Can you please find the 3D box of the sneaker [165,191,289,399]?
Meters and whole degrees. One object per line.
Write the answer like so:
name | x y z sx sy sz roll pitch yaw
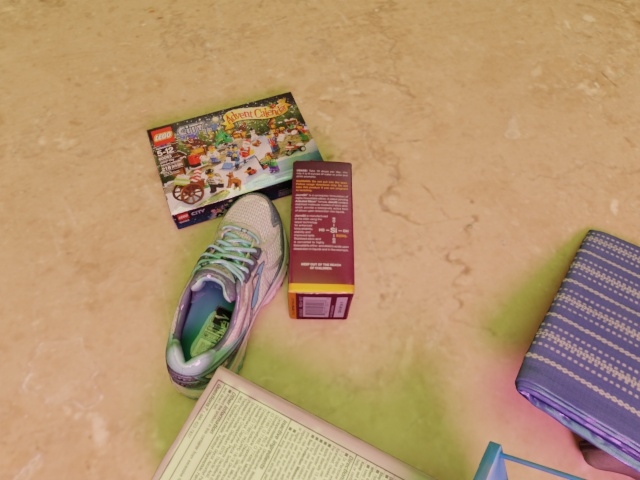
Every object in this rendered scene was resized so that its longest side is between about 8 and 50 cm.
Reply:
sneaker | -0.109 0.051 0.617 0.110 0.122 0.283 12 63 4

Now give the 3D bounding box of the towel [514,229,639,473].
towel | 0.395 0.130 0.590 0.243 0.040 0.336 31 48 21

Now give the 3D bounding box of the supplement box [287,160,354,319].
supplement box | 0.000 0.000 0.657 0.080 0.104 0.188 2 63 -2

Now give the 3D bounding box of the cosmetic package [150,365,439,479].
cosmetic package | -0.009 0.273 0.507 0.296 0.129 0.153 26 63 11

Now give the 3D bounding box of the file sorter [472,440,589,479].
file sorter | 0.180 0.284 0.408 0.104 0.170 0.118 6 35 39

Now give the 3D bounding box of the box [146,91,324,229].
box | -0.126 -0.126 0.748 0.233 0.044 0.159 -19 66 -11

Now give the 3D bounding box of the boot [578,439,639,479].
boot | 0.415 0.308 0.537 0.246 0.083 0.161 9 69 4
